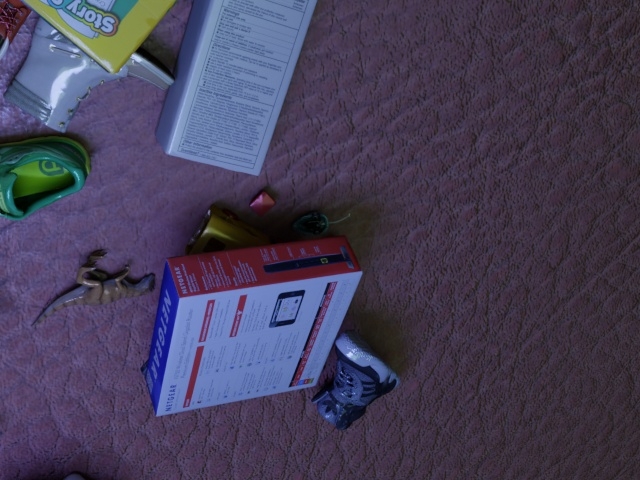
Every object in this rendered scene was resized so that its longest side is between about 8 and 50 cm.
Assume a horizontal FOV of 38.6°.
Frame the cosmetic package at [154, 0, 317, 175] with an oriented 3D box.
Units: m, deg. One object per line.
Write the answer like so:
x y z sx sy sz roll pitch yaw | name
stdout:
-0.131 -0.271 1.397 0.160 0.113 0.309 13 107 -25 | cosmetic package

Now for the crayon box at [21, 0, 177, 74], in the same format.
-0.320 -0.456 1.209 0.363 0.106 0.313 40 91 -21 | crayon box

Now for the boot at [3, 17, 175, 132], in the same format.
-0.341 -0.231 1.356 0.213 0.077 0.165 25 102 -23 | boot

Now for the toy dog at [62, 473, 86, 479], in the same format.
-0.414 0.582 1.518 0.285 0.395 0.408 -33 129 6 | toy dog

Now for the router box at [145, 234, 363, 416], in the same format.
-0.118 0.144 1.507 0.301 0.082 0.335 -7 141 -24 | router box

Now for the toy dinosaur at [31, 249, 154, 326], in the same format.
-0.373 0.083 1.490 0.212 0.064 0.112 -12 117 -15 | toy dinosaur

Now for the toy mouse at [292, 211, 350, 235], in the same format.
0.000 0.000 1.603 0.161 0.031 0.143 40 98 -16 | toy mouse

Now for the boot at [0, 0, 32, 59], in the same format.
-0.437 -0.315 1.279 0.059 0.084 0.158 25 100 -26 | boot

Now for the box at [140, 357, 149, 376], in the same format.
-0.266 0.214 1.613 0.067 0.018 0.083 37 97 -30 | box

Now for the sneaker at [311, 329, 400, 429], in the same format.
0.051 0.260 1.648 0.153 0.101 0.268 -45 154 -3 | sneaker

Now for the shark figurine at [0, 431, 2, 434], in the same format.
-0.637 0.400 1.515 0.166 0.116 0.278 -23 134 -49 | shark figurine

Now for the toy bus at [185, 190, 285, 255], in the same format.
-0.126 0.030 1.522 0.202 0.104 0.190 -15 108 -3 | toy bus

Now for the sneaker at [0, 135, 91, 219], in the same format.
-0.484 -0.087 1.338 0.296 0.123 0.109 -16 116 -14 | sneaker
